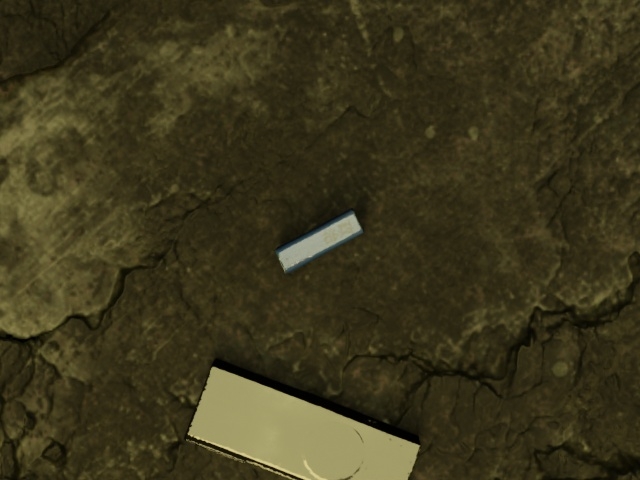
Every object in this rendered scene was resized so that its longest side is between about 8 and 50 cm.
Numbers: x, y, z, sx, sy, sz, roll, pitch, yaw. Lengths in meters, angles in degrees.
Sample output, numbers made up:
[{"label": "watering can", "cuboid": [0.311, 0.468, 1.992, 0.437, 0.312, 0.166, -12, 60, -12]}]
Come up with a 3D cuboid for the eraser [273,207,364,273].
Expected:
[{"label": "eraser", "cuboid": [0.000, 0.000, 1.134, 0.084, 0.063, 0.027, -28, 93, 4]}]

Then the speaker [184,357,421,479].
[{"label": "speaker", "cuboid": [-0.017, 0.193, 1.157, 0.218, 0.044, 0.082, 22, 94, 1]}]
